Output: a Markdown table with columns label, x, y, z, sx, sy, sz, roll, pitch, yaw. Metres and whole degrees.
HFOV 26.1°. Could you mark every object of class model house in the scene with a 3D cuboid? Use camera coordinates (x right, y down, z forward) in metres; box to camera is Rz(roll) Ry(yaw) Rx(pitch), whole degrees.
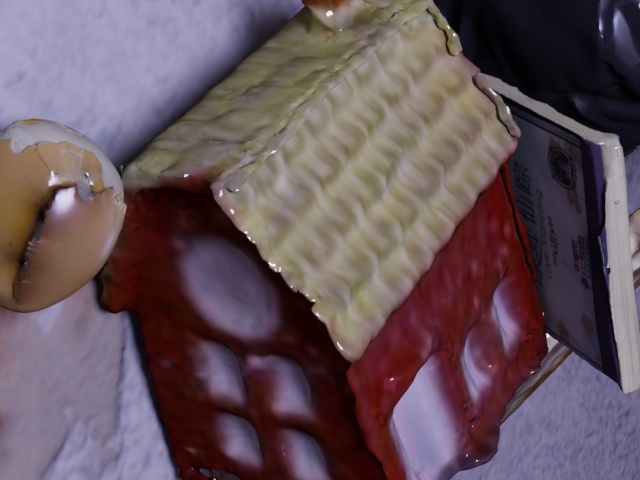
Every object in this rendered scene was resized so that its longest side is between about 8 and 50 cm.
| label | x | y | z | sx | sy | sz | roll | pitch | yaw |
| --- | --- | --- | --- | --- | --- | --- | --- | --- | --- |
| model house | 0.000 | 0.000 | 0.715 | 0.196 | 0.160 | 0.254 | -46 | 132 | -39 |

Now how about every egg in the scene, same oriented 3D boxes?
| label | x | y | z | sx | sy | sz | roll | pitch | yaw |
| --- | --- | --- | --- | --- | --- | --- | --- | --- | --- |
| egg | -0.124 | -0.009 | 0.609 | 0.071 | 0.071 | 0.083 | 12 | 107 | -56 |

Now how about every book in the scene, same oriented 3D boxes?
| label | x | y | z | sx | sy | sz | roll | pitch | yaw |
| --- | --- | --- | --- | --- | --- | --- | --- | --- | --- |
| book | 0.105 | -0.025 | 0.809 | 0.026 | 0.231 | 0.157 | -22 | 121 | -17 |

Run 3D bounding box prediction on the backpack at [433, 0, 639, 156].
| label | x | y | z | sx | sy | sz | roll | pitch | yaw |
| --- | --- | --- | --- | --- | --- | --- | --- | --- | --- |
| backpack | 0.261 | -0.214 | 0.954 | 0.446 | 0.255 | 0.363 | 13 | 91 | -47 |

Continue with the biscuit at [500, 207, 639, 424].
| label | x | y | z | sx | sy | sz | roll | pitch | yaw |
| --- | --- | --- | --- | --- | --- | --- | --- | --- | --- |
| biscuit | 0.183 | 0.048 | 0.979 | 0.309 | 0.040 | 0.204 | -48 | 169 | 13 |
